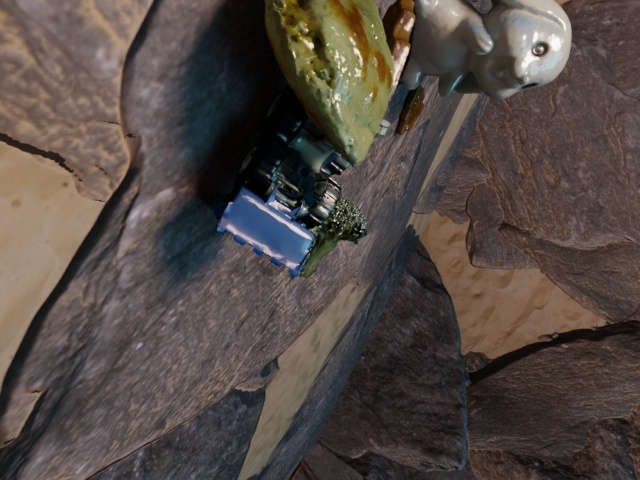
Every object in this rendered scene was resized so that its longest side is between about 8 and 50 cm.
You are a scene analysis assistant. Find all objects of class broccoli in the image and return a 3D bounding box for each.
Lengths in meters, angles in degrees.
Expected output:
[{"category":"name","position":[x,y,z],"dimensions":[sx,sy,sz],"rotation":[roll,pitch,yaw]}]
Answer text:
[{"category":"broccoli","position":[0.002,0.001,0.860],"dimensions":[0.204,0.118,0.123],"rotation":[-55,-160,38]}]

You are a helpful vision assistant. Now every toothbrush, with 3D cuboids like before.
[{"category":"toothbrush","position":[0.060,-0.202,0.792],"dimensions":[0.037,0.028,0.375],"rotation":[-60,164,24]}]

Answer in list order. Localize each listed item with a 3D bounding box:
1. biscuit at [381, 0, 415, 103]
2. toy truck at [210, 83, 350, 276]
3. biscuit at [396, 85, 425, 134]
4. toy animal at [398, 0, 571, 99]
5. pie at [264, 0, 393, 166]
[{"category":"biscuit","position":[0.081,-0.256,0.650],"dimensions":[0.182,0.034,0.216],"rotation":[138,-31,-67]},{"category":"toy truck","position":[-0.049,-0.069,0.540],"dimensions":[0.126,0.113,0.208],"rotation":[-18,-136,56]},{"category":"biscuit","position":[0.217,-0.314,1.062],"dimensions":[0.119,0.019,0.130],"rotation":[-51,160,-28]},{"category":"toy animal","position":[0.293,-0.364,0.835],"dimensions":[0.174,0.289,0.249],"rotation":[-55,-178,-23]},{"category":"pie","position":[0.021,-0.199,0.467],"dimensions":[0.201,0.089,0.248],"rotation":[58,30,-38]}]
